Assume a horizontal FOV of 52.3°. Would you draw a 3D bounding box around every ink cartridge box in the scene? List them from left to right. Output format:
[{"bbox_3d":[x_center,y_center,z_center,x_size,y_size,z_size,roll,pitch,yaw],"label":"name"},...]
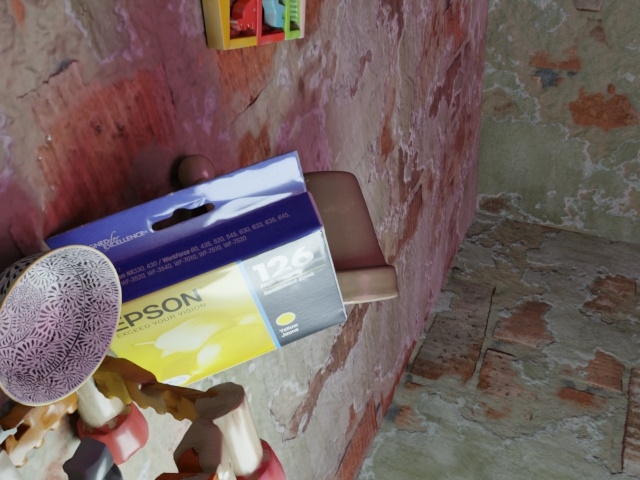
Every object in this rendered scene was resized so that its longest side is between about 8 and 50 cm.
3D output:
[{"bbox_3d":[-0.131,0.060,0.830,0.307,0.304,0.072,73,-5,-53],"label":"ink cartridge box"}]

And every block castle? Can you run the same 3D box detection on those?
[{"bbox_3d":[-0.254,0.335,0.643,0.453,0.303,0.212,-52,140,-46],"label":"block castle"}]

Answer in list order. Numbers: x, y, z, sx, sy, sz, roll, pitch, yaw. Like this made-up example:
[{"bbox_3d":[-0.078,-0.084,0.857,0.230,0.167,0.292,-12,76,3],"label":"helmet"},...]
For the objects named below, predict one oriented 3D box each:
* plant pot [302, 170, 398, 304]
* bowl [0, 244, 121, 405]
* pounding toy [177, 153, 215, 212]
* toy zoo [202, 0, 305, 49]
[{"bbox_3d":[0.000,0.000,1.170,0.263,0.263,0.229,4,80,-67],"label":"plant pot"},{"bbox_3d":[-0.297,0.079,0.681,0.170,0.080,0.170,13,90,-68],"label":"bowl"},{"bbox_3d":[-0.135,-0.001,0.960,0.237,0.110,0.183,40,21,-54],"label":"pounding toy"},{"bbox_3d":[-0.098,-0.386,0.954,0.293,0.030,0.192,-38,136,-57],"label":"toy zoo"}]
